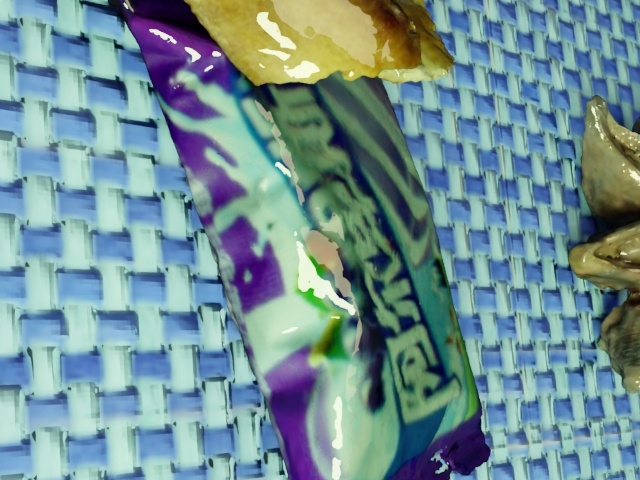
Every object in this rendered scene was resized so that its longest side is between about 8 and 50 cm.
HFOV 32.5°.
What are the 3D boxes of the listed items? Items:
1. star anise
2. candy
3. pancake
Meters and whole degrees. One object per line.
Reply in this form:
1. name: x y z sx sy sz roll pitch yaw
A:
1. star anise: 0.211 -0.010 0.680 0.208 0.063 0.171 -17 89 -42
2. candy: 0.000 0.000 0.467 0.145 0.070 0.275 -23 93 -52
3. pancake: -0.029 -0.160 0.443 0.257 0.056 0.212 33 44 -26
